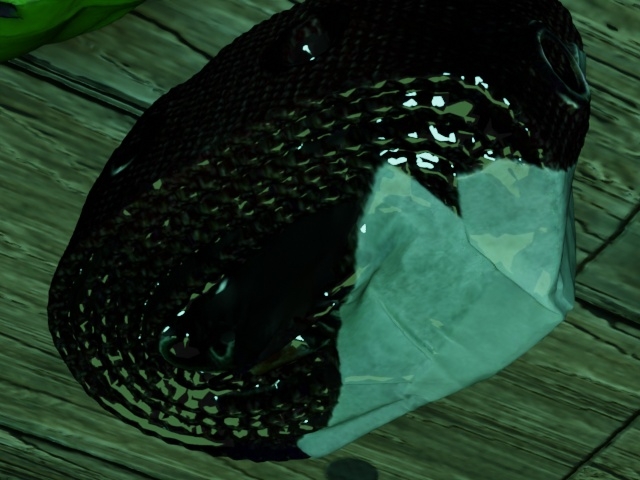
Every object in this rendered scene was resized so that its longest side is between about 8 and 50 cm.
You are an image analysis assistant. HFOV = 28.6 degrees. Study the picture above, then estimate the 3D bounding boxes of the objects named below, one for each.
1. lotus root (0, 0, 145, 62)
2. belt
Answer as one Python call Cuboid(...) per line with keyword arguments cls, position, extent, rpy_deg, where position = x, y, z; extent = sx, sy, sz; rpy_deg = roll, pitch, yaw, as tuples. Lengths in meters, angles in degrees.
Cuboid(cls="lotus root", position=(-0.140, -0.137, 0.495), extent=(0.186, 0.186, 0.186), rpy_deg=(4, 135, 4))
Cuboid(cls="belt", position=(0.000, 0.000, 0.594), extent=(0.289, 0.164, 0.184), rpy_deg=(-33, 114, 33))
